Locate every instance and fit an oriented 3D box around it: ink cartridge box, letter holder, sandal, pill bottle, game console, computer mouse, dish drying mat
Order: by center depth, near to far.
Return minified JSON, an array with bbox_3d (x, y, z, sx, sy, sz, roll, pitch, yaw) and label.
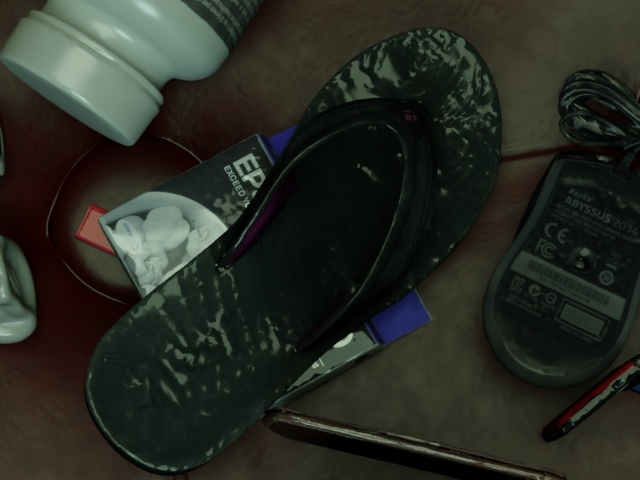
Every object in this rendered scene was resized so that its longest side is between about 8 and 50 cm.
[{"bbox_3d":[0.044,0.221,1.359,0.214,0.302,0.152,15,82,3],"label":"letter holder"},{"bbox_3d":[0.001,0.003,1.444,0.167,0.107,0.446,40,72,2],"label":"sandal"},{"bbox_3d":[0.250,0.141,1.448,0.124,0.144,0.085,-39,82,-5],"label":"game console"},{"bbox_3d":[-0.118,-0.242,1.495,0.176,0.176,0.319,32,83,5],"label":"pill bottle"},{"bbox_3d":[0.226,0.010,1.513,0.188,0.072,0.272,31,70,7],"label":"computer mouse"},{"bbox_3d":[-0.043,0.024,1.517,0.208,0.045,0.206,-29,82,-8],"label":"ink cartridge box"},{"bbox_3d":[-0.161,0.000,1.544,0.083,0.008,0.032,25,82,5],"label":"dish drying mat"}]

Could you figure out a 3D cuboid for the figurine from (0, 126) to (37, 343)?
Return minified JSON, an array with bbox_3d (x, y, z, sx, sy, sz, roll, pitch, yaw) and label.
[{"bbox_3d":[-0.356,-0.001,1.514,0.209,0.092,0.215,-14,82,6],"label":"figurine"}]
